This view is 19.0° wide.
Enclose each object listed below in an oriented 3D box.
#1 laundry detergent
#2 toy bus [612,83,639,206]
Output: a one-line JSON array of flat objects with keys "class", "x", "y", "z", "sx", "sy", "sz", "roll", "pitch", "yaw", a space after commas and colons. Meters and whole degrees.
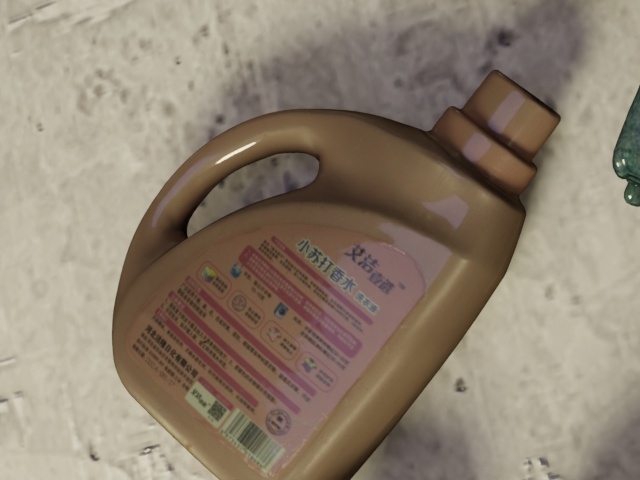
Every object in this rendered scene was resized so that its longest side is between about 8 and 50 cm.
[{"class": "laundry detergent", "x": 0.000, "y": 0.000, "z": 0.942, "sx": 0.171, "sy": 0.076, "sz": 0.237, "roll": 39, "pitch": 99, "yaw": 23}, {"class": "toy bus", "x": 0.265, "y": -0.025, "z": 0.780, "sx": 0.275, "sy": 0.167, "sz": 0.138, "roll": 27, "pitch": 95, "yaw": 25}]
